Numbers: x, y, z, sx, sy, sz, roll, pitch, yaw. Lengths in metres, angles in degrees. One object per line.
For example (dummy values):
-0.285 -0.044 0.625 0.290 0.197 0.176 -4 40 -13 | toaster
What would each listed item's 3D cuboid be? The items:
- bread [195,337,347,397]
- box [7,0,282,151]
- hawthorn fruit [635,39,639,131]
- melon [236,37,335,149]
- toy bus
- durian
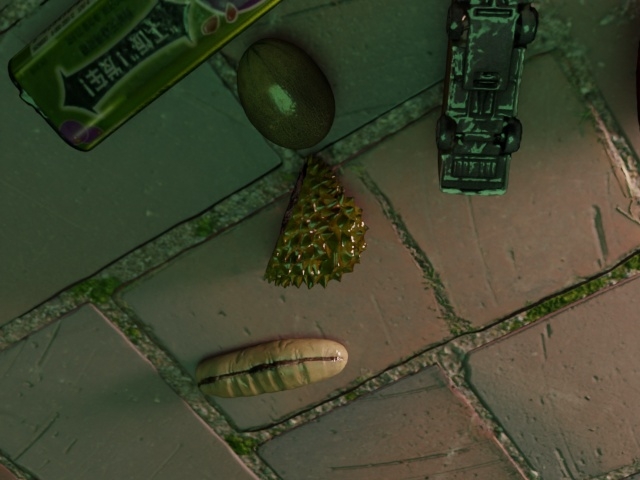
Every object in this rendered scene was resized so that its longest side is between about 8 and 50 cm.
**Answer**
-0.070 0.175 1.239 0.214 0.053 0.073 -11 117 11 | bread
-0.165 -0.238 0.962 0.345 0.097 0.134 -33 106 22 | box
0.434 -0.157 0.896 0.258 0.258 0.261 -12 92 11 | hawthorn fruit
-0.038 -0.160 1.001 0.098 0.098 0.130 -25 112 18 | melon
0.170 -0.183 0.968 0.092 0.106 0.268 2 120 2 | toy bus
0.003 0.001 1.086 0.108 0.119 0.186 19 120 -4 | durian
